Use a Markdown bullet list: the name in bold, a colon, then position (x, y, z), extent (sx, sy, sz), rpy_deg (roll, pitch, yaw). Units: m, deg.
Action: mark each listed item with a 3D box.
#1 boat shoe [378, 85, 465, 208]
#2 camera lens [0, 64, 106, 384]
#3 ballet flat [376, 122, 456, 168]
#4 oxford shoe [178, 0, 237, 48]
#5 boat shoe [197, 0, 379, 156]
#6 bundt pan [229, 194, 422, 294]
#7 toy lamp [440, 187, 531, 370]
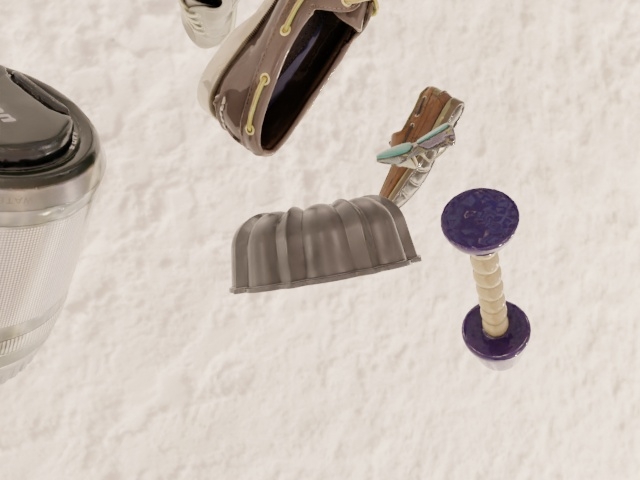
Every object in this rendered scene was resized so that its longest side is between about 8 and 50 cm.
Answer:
- **boat shoe**: position (0.214, -0.213, 1.698), extent (0.307, 0.104, 0.110), rpy_deg (-57, 159, 5)
- **camera lens**: position (-0.338, -0.016, 0.686), extent (0.219, 0.219, 0.274), rpy_deg (-6, 135, -42)
- **ballet flat**: position (0.131, -0.119, 0.983), extent (0.041, 0.114, 0.041), rpy_deg (49, 29, -39)
- **oxford shoe**: position (-0.252, -0.521, 1.560), extent (0.130, 0.449, 0.169), rpy_deg (-40, 100, -19)
- **boat shoe**: position (0.004, -0.231, 0.720), extent (0.324, 0.097, 0.116), rpy_deg (-51, 155, 15)
- **bundt pan**: position (0.000, 0.000, 1.217), extent (0.330, 0.330, 0.124), rpy_deg (-10, 91, -42)
- **toy lamp**: position (0.177, 0.056, 0.753), extent (0.080, 0.080, 0.275), rpy_deg (-58, 149, -26)
